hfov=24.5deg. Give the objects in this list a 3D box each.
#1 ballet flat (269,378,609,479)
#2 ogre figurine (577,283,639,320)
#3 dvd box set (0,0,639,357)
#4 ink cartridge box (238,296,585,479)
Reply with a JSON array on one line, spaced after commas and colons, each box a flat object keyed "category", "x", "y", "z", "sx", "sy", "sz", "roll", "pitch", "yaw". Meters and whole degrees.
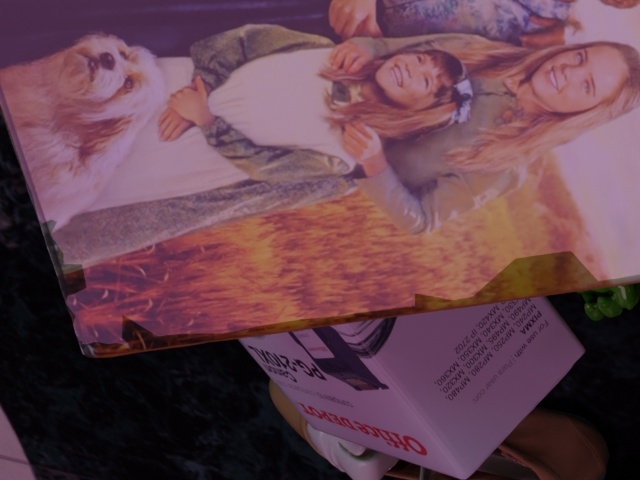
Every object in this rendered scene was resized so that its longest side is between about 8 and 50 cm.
[{"category": "ballet flat", "x": 0.059, "y": 0.124, "z": 0.911, "sx": 0.232, "sy": 0.073, "sz": 0.080, "roll": 7, "pitch": 131, "yaw": 27}, {"category": "ogre figurine", "x": 0.150, "y": -0.050, "z": 0.680, "sx": 0.118, "sy": 0.097, "sz": 0.197, "roll": 29, "pitch": 150, "yaw": -13}, {"category": "dvd box set", "x": 0.065, "y": -0.124, "z": 0.549, "sx": 0.420, "sy": 0.062, "sz": 0.307, "roll": -8, "pitch": 110, "yaw": 17}, {"category": "ink cartridge box", "x": 0.000, "y": 0.000, "z": 0.770, "sx": 0.237, "sy": 0.100, "sz": 0.172, "roll": 52, "pitch": 161, "yaw": -20}]
